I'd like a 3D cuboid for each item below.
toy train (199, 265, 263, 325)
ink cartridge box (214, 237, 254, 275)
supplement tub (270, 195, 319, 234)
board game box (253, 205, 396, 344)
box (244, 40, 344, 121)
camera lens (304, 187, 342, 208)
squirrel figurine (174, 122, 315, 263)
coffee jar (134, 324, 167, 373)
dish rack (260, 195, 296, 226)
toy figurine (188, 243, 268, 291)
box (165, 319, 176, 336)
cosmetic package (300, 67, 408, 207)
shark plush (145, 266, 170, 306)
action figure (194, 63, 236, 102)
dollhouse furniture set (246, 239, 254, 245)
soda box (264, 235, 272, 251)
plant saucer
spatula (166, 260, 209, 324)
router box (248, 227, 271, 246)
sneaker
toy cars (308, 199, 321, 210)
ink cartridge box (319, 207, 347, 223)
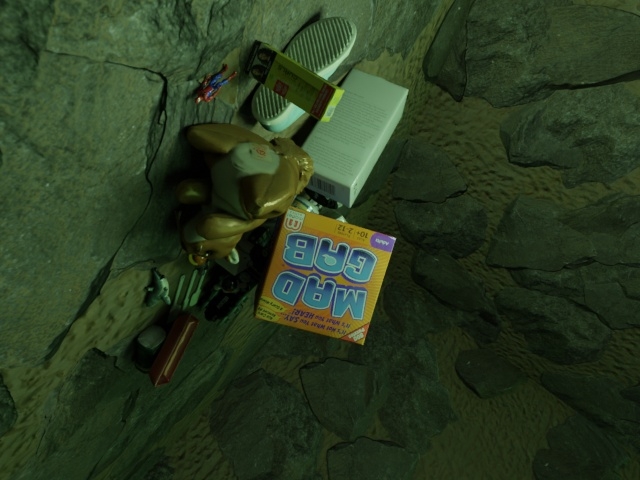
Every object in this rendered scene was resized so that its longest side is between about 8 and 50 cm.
[{"bbox_3d":[-0.352,0.208,1.647,0.334,0.142,0.190,-46,-178,37],"label":"toy train"},{"bbox_3d":[-0.301,0.051,1.557,0.180,0.104,0.060,-36,156,-56],"label":"ink cartridge box"},{"bbox_3d":[-0.117,-0.082,1.781,0.199,0.144,0.144,-51,167,-13],"label":"supplement tub"},{"bbox_3d":[-0.008,0.095,1.409,0.356,0.357,0.356,-150,-104,-80],"label":"board game box"},{"bbox_3d":[-0.064,-0.377,0.974,0.087,0.232,0.058,-59,170,25],"label":"box"},{"bbox_3d":[0.065,-0.286,1.723,0.274,0.220,0.219,-51,167,-14],"label":"camera lens"},{"bbox_3d":[-0.208,-0.104,1.128,0.397,0.281,0.370,-35,164,-50],"label":"squirrel figurine"},{"bbox_3d":[-0.595,0.384,1.430,0.096,0.079,0.184,-51,169,-51],"label":"coffee jar"},{"bbox_3d":[-0.171,-0.181,1.487,0.285,0.072,0.333,-57,167,11],"label":"dish rack"},{"bbox_3d":[-0.298,0.058,1.342,0.209,0.213,0.148,-46,179,-17],"label":"toy figurine"},{"bbox_3d":[-0.590,0.395,1.616,0.201,0.021,0.164,-53,168,1],"label":"box"},{"bbox_3d":[0.110,-0.372,1.472,0.452,0.230,0.161,-60,167,-17],"label":"cosmetic package"},{"bbox_3d":[-0.494,0.147,1.236,0.067,0.073,0.161,-10,150,-28],"label":"shark plush"},{"bbox_3d":[-0.236,-0.341,0.900,0.115,0.038,0.030,-52,-170,-16],"label":"action figure"},{"bbox_3d":[-0.276,0.070,1.688,0.091,0.114,0.081,-54,172,-9],"label":"dollhouse furniture set"},{"bbox_3d":[-0.224,0.024,1.882,0.168,0.053,0.060,-55,168,9],"label":"soda box"},{"bbox_3d":[-0.526,0.386,1.471,0.259,0.048,0.258,119,-6,-71],"label":"plant saucer"},{"bbox_3d":[-0.477,0.188,1.479,0.168,0.019,0.241,-34,157,-55],"label":"spatula"},{"bbox_3d":[-0.252,-0.012,1.718,0.092,0.038,0.122,-50,167,-18],"label":"router box"},{"bbox_3d":[-0.046,-0.451,1.131,0.366,0.135,0.150,-45,175,-2],"label":"sneaker"},{"bbox_3d":[0.033,-0.252,2.025,0.393,0.087,0.176,-49,179,0],"label":"toy cars"},{"bbox_3d":[0.000,0.000,1.925,0.279,0.160,0.384,-35,-168,1],"label":"ink cartridge box"}]
